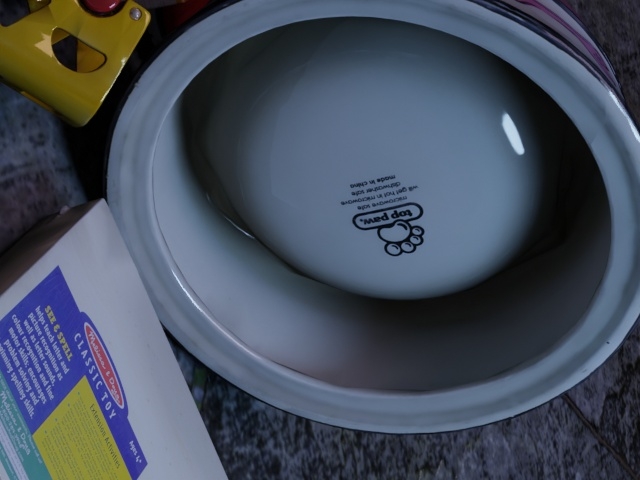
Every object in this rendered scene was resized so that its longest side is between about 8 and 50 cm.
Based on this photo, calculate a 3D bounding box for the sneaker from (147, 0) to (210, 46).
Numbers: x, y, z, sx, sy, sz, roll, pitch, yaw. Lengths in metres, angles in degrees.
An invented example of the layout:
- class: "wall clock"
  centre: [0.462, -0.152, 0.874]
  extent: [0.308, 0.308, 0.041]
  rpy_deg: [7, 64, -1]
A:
- class: "sneaker"
  centre: [-0.062, -0.230, 1.295]
  extent: [0.107, 0.118, 0.279]
  rpy_deg: [-26, 135, -40]

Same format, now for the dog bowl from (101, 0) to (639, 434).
- class: "dog bowl"
  centre: [0.051, -0.052, 1.263]
  extent: [0.408, 0.408, 0.150]
  rpy_deg: [61, 25, -30]

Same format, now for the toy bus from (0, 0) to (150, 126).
- class: "toy bus"
  centre: [-0.214, -0.155, 1.104]
  extent: [0.104, 0.202, 0.191]
  rpy_deg: [-61, 149, -6]

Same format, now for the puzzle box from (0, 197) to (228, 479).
- class: "puzzle box"
  centre: [-0.132, 0.201, 1.131]
  extent: [0.272, 0.052, 0.409]
  rpy_deg: [-55, 126, -65]

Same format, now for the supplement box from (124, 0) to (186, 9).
- class: "supplement box"
  centre: [-0.136, -0.196, 1.267]
  extent: [0.062, 0.098, 0.036]
  rpy_deg: [-50, 127, -55]
